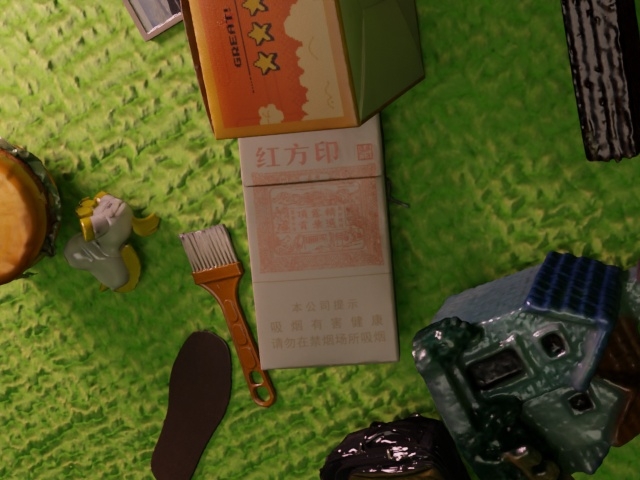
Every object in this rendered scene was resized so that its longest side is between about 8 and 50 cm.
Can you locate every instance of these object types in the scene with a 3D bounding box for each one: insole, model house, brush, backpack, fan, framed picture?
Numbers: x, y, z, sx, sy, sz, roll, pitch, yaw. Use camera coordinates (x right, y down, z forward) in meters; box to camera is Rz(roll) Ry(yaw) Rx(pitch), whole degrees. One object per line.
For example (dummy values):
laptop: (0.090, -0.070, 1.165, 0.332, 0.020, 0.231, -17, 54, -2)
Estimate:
insole: (-0.216, 0.288, 1.962, 0.111, 0.007, 0.328, 27, 117, 12)
model house: (0.344, 0.166, 1.563, 0.329, 0.252, 0.295, -24, 99, 22)
brush: (-0.135, 0.126, 1.863, 0.090, 0.017, 0.314, -13, 105, 26)
backpack: (0.111, 0.364, 1.795, 0.258, 0.133, 0.206, -17, 111, 33)
fan: (0.091, -0.066, 1.703, 0.083, 0.004, 0.056, 24, 116, 13)
framed picture: (-0.247, -0.409, 1.706, 0.150, 0.015, 0.203, -24, 99, 27)

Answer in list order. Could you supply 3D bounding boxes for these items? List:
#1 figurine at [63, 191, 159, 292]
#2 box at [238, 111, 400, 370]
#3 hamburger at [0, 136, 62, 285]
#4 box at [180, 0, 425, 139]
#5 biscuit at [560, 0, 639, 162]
figurine: (-0.338, 0.013, 1.866, 0.130, 0.109, 0.178, 19, 121, -9)
box: (0.000, 0.000, 1.681, 0.205, 0.051, 0.365, -4, 98, 7)
hamburger: (-0.514, -0.047, 1.866, 0.246, 0.170, 0.246, 2, 104, 10)
box: (-0.018, -0.292, 1.503, 0.214, 0.283, 0.259, 0, 109, 24)
biscuit: (0.342, -0.293, 1.455, 0.073, 0.107, 0.388, -4, 108, 26)
